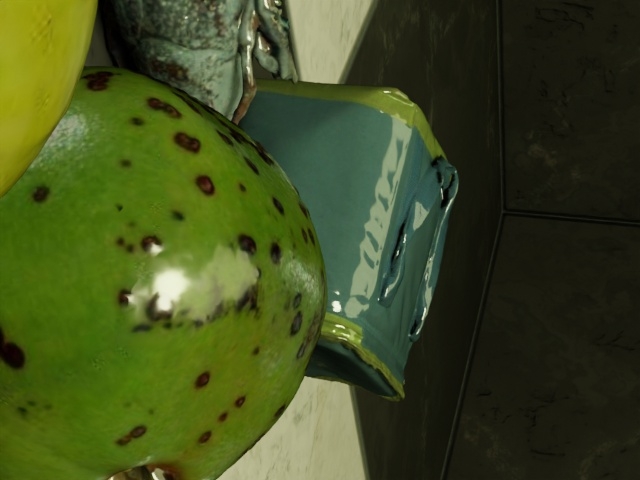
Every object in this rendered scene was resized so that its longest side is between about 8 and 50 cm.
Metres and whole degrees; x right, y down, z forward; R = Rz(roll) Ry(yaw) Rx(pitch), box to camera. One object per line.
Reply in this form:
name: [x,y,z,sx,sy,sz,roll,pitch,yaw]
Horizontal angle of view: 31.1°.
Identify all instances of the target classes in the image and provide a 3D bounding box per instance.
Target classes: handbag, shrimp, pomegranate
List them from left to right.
pomegranate: [-0.131,0.015,0.610,0.270,0.254,0.254,64,7,19]
shrimp: [-0.072,-0.174,0.855,0.137,0.172,0.372,-76,156,-44]
handbag: [0.000,0.000,1.083,0.263,0.222,0.241,55,48,-65]

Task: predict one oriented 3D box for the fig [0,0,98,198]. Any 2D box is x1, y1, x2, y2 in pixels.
fig: [-0.186,-0.106,0.374,0.271,0.239,0.239,-90,178,-66]
